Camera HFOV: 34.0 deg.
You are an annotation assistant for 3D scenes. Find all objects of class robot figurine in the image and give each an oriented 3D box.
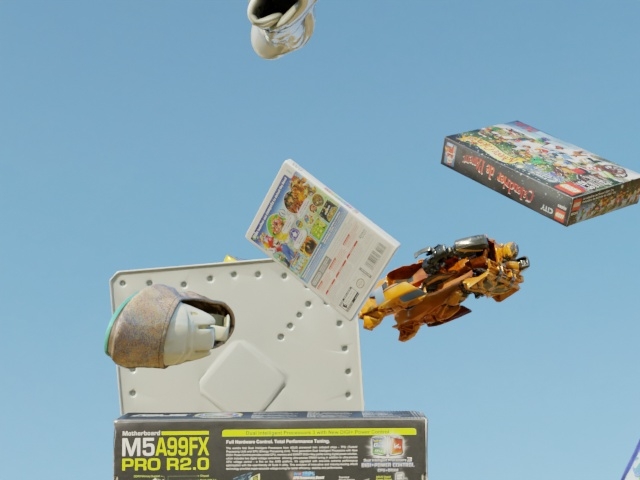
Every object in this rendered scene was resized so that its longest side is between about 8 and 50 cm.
[{"bbox_3d":[0.214,0.080,1.778,0.291,0.085,0.211,-27,-32,33],"label":"robot figurine"}]

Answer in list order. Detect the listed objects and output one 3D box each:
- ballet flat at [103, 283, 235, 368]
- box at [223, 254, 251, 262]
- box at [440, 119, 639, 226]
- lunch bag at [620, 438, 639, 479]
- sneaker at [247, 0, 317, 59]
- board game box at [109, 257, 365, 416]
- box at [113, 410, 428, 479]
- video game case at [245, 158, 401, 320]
[{"bbox_3d":[-0.179,0.112,1.371,0.106,0.108,0.316,13,6,9],"label":"ballet flat"},{"bbox_3d":[-0.110,0.070,1.800,0.054,0.059,0.169,32,7,29],"label":"box"},{"bbox_3d":[0.306,-0.099,1.455,0.159,0.233,0.044,-15,-56,-37],"label":"box"},{"bbox_3d":[0.482,0.369,1.458,0.128,0.151,0.096,20,7,-15],"label":"lunch bag"},{"bbox_3d":[-0.058,-0.297,1.334,0.090,0.115,0.232,50,-30,5],"label":"sneaker"},{"bbox_3d":[-0.128,0.226,1.691,0.389,0.390,0.050,-5,4,-8],"label":"board game box"},{"bbox_3d":[-0.041,0.257,0.901,0.270,0.216,0.060,-1,-4,0],"label":"box"},{"bbox_3d":[0.000,0.000,0.889,0.122,0.011,0.087,38,-58,13],"label":"video game case"}]
